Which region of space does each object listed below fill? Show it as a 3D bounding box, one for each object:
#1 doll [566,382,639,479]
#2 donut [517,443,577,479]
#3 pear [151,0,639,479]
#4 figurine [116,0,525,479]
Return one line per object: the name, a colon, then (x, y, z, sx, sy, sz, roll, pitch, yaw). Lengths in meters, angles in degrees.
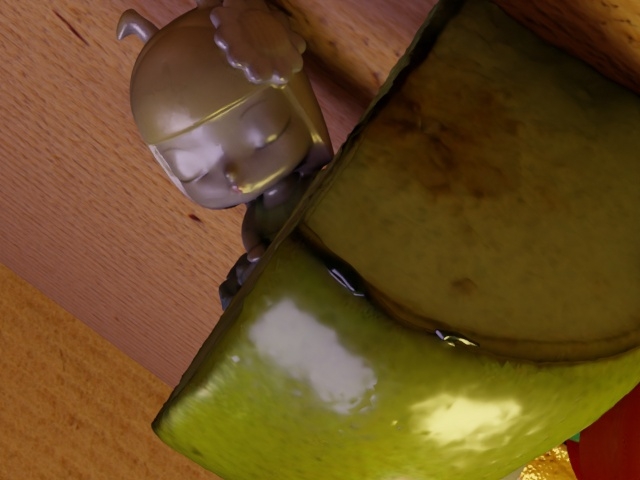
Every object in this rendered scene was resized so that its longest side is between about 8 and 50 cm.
doll: (0.246, 0.128, 0.979, 0.183, 0.160, 0.363, 21, 168, -4)
donut: (0.178, 0.195, 1.558, 0.181, 0.078, 0.146, 41, 168, -27)
pear: (0.041, 0.051, 0.865, 0.176, 0.286, 0.282, 36, 131, -3)
figurine: (0.000, 0.000, 1.118, 0.227, 0.274, 0.394, -26, 102, 27)
